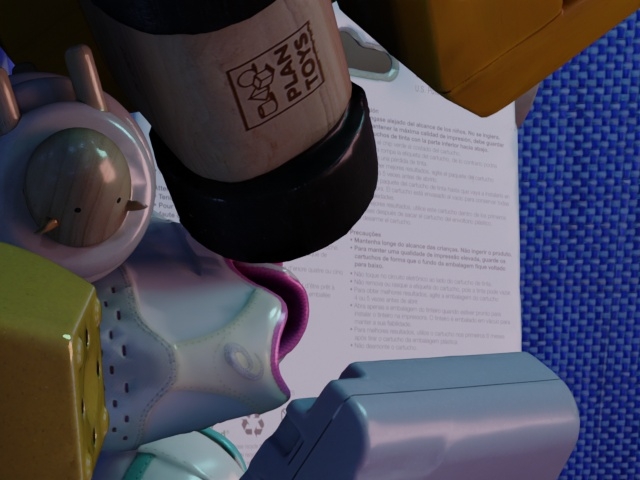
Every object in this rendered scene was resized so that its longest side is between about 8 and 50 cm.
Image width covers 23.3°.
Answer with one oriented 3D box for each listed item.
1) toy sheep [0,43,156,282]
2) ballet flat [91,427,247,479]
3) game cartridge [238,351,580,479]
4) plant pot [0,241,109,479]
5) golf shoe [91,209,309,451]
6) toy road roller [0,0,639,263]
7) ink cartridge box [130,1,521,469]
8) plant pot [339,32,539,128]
[{"bbox_3d":[-0.106,-0.023,0.577,0.132,0.091,0.091,-178,-94,-65],"label":"toy sheep"},{"bbox_3d":[-0.086,0.292,0.899,0.139,0.139,0.400,-91,175,-61],"label":"ballet flat"},{"bbox_3d":[0.001,0.181,0.744,0.062,0.198,0.297,48,-63,35],"label":"game cartridge"},{"bbox_3d":[-0.104,0.042,0.435,0.081,0.083,0.081,-93,-179,-74],"label":"plant pot"},{"bbox_3d":[-0.075,0.040,0.758,0.306,0.140,0.115,-97,-177,-80],"label":"golf shoe"},{"bbox_3d":[-0.002,-0.178,0.664,0.240,0.329,0.202,48,-14,34],"label":"toy road roller"},{"bbox_3d":[0.000,0.000,1.039,0.071,0.324,0.330,-12,-104,52],"label":"ink cartridge box"},{"bbox_3d":[0.030,-0.189,1.313,0.323,0.280,0.323,-177,-90,-75],"label":"plant pot"}]
